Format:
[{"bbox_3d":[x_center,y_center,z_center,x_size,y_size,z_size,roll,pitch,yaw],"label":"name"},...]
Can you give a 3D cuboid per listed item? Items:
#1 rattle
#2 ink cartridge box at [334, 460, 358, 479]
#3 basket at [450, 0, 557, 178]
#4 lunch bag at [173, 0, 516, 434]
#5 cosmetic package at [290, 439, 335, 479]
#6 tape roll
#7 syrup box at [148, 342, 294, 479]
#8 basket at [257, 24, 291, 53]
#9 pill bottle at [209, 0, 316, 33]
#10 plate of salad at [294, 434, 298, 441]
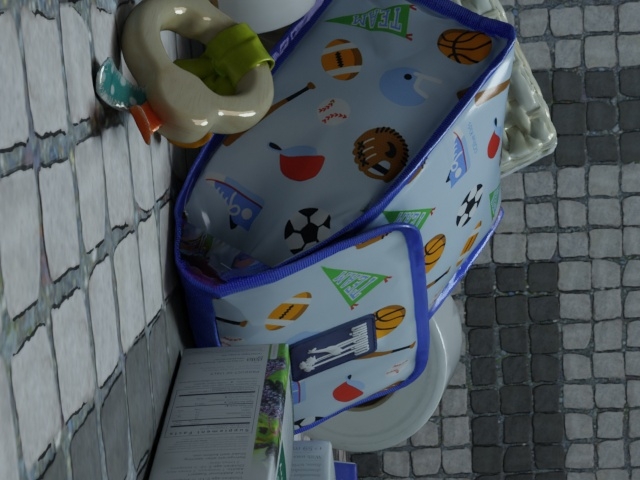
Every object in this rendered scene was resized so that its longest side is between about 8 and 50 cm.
[{"bbox_3d":[-0.128,-0.095,0.988,0.130,0.143,0.199,51,35,-20],"label":"rattle"},{"bbox_3d":[0.036,0.542,2.247,0.307,0.072,0.303,102,-12,-60],"label":"ink cartridge box"},{"bbox_3d":[0.096,-0.194,1.680,0.266,0.328,0.331,-29,95,-81],"label":"basket"},{"bbox_3d":[0.020,-0.014,1.290,0.385,0.239,0.327,-51,156,-24],"label":"lunch bag"},{"bbox_3d":[-0.044,0.297,1.268,0.231,0.117,0.085,-89,174,-59],"label":"cosmetic package"},{"bbox_3d":[0.060,0.144,1.786,0.169,0.246,0.246,-34,122,-74],"label":"tape roll"},{"bbox_3d":[-0.075,0.178,1.058,0.237,0.096,0.093,-87,173,-66],"label":"syrup box"},{"bbox_3d":[-0.001,-0.336,1.394,0.255,0.201,0.288,-47,152,-47],"label":"basket"},{"bbox_3d":[-0.076,-0.309,1.171,0.131,0.131,0.229,-88,174,-51],"label":"pill bottle"},{"bbox_3d":[-0.033,0.215,1.969,0.200,0.048,0.199,-4,90,-86],"label":"plate of salad"}]
